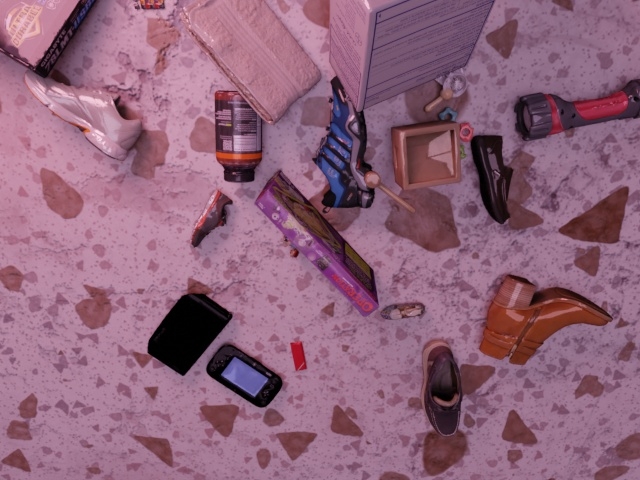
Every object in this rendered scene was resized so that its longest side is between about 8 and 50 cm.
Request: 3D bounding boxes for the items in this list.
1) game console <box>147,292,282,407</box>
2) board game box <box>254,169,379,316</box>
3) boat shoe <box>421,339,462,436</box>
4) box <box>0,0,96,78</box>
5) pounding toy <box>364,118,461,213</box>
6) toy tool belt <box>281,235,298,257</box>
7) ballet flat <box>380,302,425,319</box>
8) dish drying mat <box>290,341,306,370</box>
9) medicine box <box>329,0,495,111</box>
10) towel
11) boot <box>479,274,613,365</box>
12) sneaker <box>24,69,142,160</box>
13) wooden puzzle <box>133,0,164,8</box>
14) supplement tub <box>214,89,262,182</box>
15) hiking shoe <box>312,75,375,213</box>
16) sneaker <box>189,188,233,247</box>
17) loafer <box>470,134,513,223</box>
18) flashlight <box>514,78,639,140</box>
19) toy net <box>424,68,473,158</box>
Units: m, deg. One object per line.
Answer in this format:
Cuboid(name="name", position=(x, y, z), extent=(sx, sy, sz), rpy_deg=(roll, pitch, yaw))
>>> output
Cuboid(name="game console", position=(-0.254, 0.301, 1.293), extent=(0.361, 0.044, 0.213), rpy_deg=(37, 103, -11))
Cuboid(name="board game box", position=(0.000, 0.000, 1.119), extent=(0.056, 0.208, 0.347), rpy_deg=(-41, 102, 11))
Cuboid(name="boat shoe", position=(0.324, 0.407, 1.304), extent=(0.103, 0.092, 0.285), rpy_deg=(-6, 107, 1))
Cuboid(name="box", position=(-0.618, -0.532, 0.986), extent=(0.293, 0.073, 0.295), rpy_deg=(32, 88, -10))
Cuboid(name="pounding toy", position=(0.191, -0.157, 1.080), extent=(0.206, 0.094, 0.180), rpy_deg=(-9, 110, -3))
Cuboid(name="toy tool belt", position=(-0.071, -0.005, 1.204), extent=(0.051, 0.052, 0.083), rpy_deg=(20, 105, 26))
Cuboid(name="ballet flat", position=(0.212, 0.184, 1.264), extent=(0.115, 0.041, 0.041), rpy_deg=(-12, 107, 3))
Cuboid(name="dish drying mat", position=(-0.058, 0.309, 1.315), extent=(0.032, 0.008, 0.083), rpy_deg=(-9, 107, 3))
Cuboid(name="medicine box", position=(0.162, -0.416, 0.914), extent=(0.264, 0.289, 0.149), rpy_deg=(-24, 74, -8))
Cuboid(name="towel", position=(-0.136, -0.401, 1.029), extent=(0.282, 0.049, 0.187), rpy_deg=(47, 63, -14))
Cuboid(name="boot", position=(0.558, 0.226, 1.242), extent=(0.284, 0.109, 0.220), rpy_deg=(15, 105, -3))
Cuboid(name="sneaker", position=(-0.512, -0.301, 1.091), extent=(0.262, 0.099, 0.121), rpy_deg=(40, 90, -15))
Cuboid(name="wooden puzzle", position=(-0.364, -0.524, 1.059), extent=(0.083, 0.006, 0.049), rpy_deg=(-2, 107, 0))
Cuboid(name="supplement tub", position=(-0.182, -0.231, 1.100), extent=(0.106, 0.106, 0.197), rpy_deg=(2, 107, -1))
Cuboid(name="hiking shoe", position=(0.040, -0.212, 1.105), extent=(0.132, 0.113, 0.303), rpy_deg=(-7, 102, 10))
Cuboid(name="sneaker", position=(-0.260, -0.042, 1.181), extent=(0.065, 0.061, 0.157), rpy_deg=(27, 105, -15))
Cuboid(name="loafer", position=(0.413, -0.143, 1.144), extent=(0.079, 0.080, 0.219), rpy_deg=(-17, 106, 5))
Cuboid(name="flashlight", position=(0.596, -0.299, 1.090), extent=(0.304, 0.103, 0.103), rpy_deg=(-12, 104, 4))
Cuboid(name="toy net", position=(0.293, -0.291, 1.108), extent=(0.122, 0.045, 0.232), rpy_deg=(11, 108, 7))
